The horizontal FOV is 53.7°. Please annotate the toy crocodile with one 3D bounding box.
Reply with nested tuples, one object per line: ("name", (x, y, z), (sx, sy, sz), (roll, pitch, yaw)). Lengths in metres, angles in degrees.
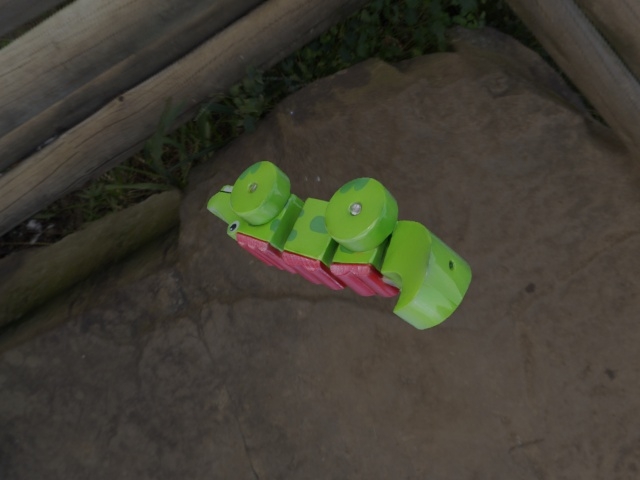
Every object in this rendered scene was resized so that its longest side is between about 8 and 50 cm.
("toy crocodile", (0.000, 0.000, 0.632), (0.115, 0.341, 0.105), (40, 71, -45))
